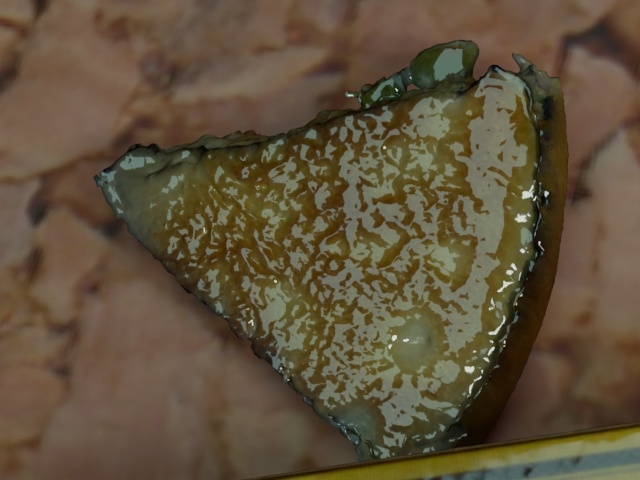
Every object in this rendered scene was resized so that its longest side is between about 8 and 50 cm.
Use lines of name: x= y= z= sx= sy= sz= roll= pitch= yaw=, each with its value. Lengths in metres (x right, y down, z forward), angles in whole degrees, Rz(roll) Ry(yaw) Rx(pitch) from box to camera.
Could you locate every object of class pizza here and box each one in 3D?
pizza: x=0.000 y=0.000 z=0.674 sx=0.195 sy=0.052 sz=0.185 roll=15 pitch=81 yaw=21

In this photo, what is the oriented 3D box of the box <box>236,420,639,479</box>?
box: x=0.049 y=0.167 z=0.554 sx=0.301 sy=0.084 sz=0.193 roll=-11 pitch=72 yaw=16
